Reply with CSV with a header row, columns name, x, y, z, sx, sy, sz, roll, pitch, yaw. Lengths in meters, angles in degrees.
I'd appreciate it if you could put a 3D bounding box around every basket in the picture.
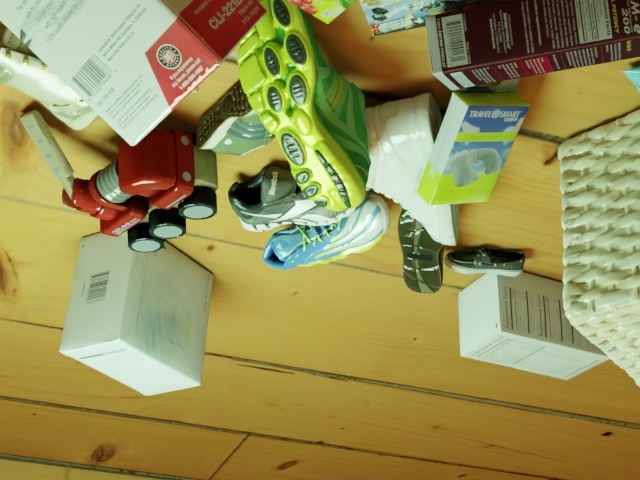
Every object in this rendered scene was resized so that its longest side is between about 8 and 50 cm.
name,x,y,z,sx,sy,sz,roll,pitch,yaw
basket,0.517,-0.008,1.300,0.331,0.329,0.266,-23,138,38

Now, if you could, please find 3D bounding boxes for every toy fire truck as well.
name,x,y,z,sx,sy,sz,roll,pitch,yaw
toy fire truck,-0.299,-0.105,1.398,0.246,0.159,0.217,14,150,-40

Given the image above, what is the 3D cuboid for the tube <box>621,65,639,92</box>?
name,x,y,z,sx,sy,sz,roll,pitch,yaw
tube,0.491,-0.222,1.202,0.207,0.052,0.080,-15,141,38

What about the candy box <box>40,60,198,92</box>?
name,x,y,z,sx,sy,sz,roll,pitch,yaw
candy box,-0.231,-0.246,1.150,0.186,0.109,0.053,8,-168,-8

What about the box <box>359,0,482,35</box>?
name,x,y,z,sx,sy,sz,roll,pitch,yaw
box,0.115,-0.291,1.126,0.136,0.027,0.094,-7,148,17

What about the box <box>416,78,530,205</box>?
name,x,y,z,sx,sy,sz,roll,pitch,yaw
box,0.205,-0.132,1.283,0.109,0.042,0.178,-5,130,-30

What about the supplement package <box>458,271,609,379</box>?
name,x,y,z,sx,sy,sz,roll,pitch,yaw
supplement package,0.393,0.155,1.781,0.244,0.134,0.139,15,148,-21

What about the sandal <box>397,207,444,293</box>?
name,x,y,z,sx,sy,sz,roll,pitch,yaw
sandal,0.178,-0.002,1.586,0.089,0.060,0.219,9,135,17

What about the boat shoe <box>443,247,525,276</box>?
name,x,y,z,sx,sy,sz,roll,pitch,yaw
boat shoe,0.286,0.031,1.668,0.142,0.049,0.040,5,132,-7

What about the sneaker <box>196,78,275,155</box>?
name,x,y,z,sx,sy,sz,roll,pitch,yaw
sneaker,-0.089,-0.171,1.327,0.086,0.064,0.192,15,150,-34

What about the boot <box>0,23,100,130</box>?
name,x,y,z,sx,sy,sz,roll,pitch,yaw
boot,-0.323,-0.231,1.224,0.165,0.077,0.213,29,141,-34

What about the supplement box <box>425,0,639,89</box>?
name,x,y,z,sx,sy,sz,roll,pitch,yaw
supplement box,0.253,-0.237,1.117,0.239,0.073,0.130,-7,178,17

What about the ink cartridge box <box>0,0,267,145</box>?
name,x,y,z,sx,sy,sz,roll,pitch,yaw
ink cartridge box,-0.226,-0.264,1.011,0.273,0.114,0.197,44,137,-14

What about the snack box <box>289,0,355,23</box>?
name,x,y,z,sx,sy,sz,roll,pitch,yaw
snack box,-0.018,-0.339,1.009,0.207,0.070,0.174,23,147,-32

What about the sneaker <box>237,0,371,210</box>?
name,x,y,z,sx,sy,sz,roll,pitch,yaw
sneaker,-0.015,-0.179,1.226,0.109,0.124,0.296,-6,123,27

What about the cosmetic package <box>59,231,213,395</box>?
name,x,y,z,sx,sy,sz,roll,pitch,yaw
cosmetic package,-0.314,0.125,1.695,0.138,0.224,0.224,-14,147,27

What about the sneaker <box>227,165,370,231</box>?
name,x,y,z,sx,sy,sz,roll,pitch,yaw
sneaker,-0.041,-0.071,1.476,0.234,0.078,0.106,-9,151,24

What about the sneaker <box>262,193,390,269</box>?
name,x,y,z,sx,sy,sz,roll,pitch,yaw
sneaker,0.000,0.000,1.540,0.126,0.091,0.240,-21,175,-46

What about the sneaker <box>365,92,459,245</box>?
name,x,y,z,sx,sy,sz,roll,pitch,yaw
sneaker,0.107,-0.095,1.408,0.169,0.108,0.293,-5,140,17
